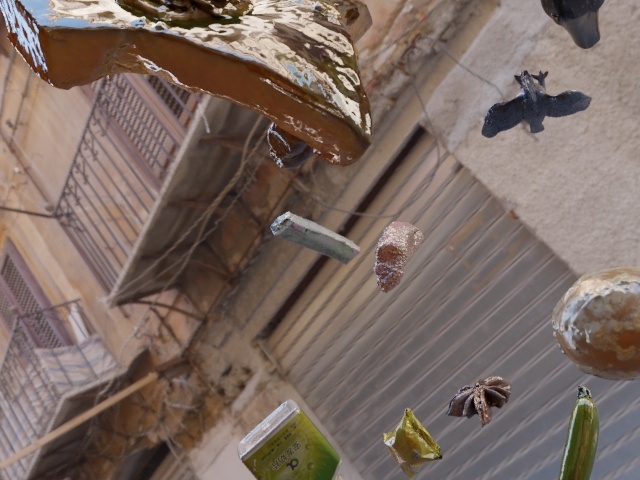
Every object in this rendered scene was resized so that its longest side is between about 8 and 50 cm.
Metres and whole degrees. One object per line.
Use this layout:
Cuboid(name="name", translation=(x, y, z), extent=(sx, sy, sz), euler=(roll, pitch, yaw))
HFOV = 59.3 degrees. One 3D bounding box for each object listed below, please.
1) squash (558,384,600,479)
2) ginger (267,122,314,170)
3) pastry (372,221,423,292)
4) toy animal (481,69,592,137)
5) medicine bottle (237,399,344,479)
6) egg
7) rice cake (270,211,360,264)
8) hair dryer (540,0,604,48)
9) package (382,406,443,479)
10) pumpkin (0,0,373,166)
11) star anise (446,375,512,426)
Cuboid(name="squash", translation=(0.582, 0.454, 1.254), extent=(0.066, 0.066, 0.252), euler=(56, -131, -72))
Cuboid(name="ginger", translation=(-0.070, -0.409, 2.123), extent=(0.274, 0.153, 0.357), euler=(-33, -11, -8))
Cuboid(name="pastry", translation=(0.211, 0.022, 1.559), extent=(0.102, 0.112, 0.265), euler=(-14, 26, 28))
Cuboid(name="toy animal", translation=(0.454, -0.288, 1.218), extent=(0.239, 0.177, 0.255), euler=(-8, -38, 28))
Cuboid(name="medicine bottle", translation=(-0.036, 0.391, 0.972), extent=(0.132, 0.189, 0.088), euler=(-40, 6, -13))
Cuboid(name="egg", translation=(0.540, 0.147, 1.006), extent=(0.203, 0.204, 0.245), euler=(-24, -4, -41))
Cuboid(name="rice cake", translation=(0.000, 0.000, 0.938), extent=(0.043, 0.034, 0.210), euler=(-45, -36, 18))
Cuboid(name="hair dryer", translation=(0.426, -0.527, 1.194), extent=(0.303, 0.359, 0.120), euler=(10, -73, -57))
Cuboid(name="package", translation=(0.264, 0.604, 1.653), extent=(0.090, 0.168, 0.226), euler=(-21, -31, -30))
Cuboid(name="pumpkin", translation=(-0.100, -0.158, 0.422), extent=(0.258, 0.289, 0.095), euler=(-81, -1, -58))
Cuboid(name="star anise", translation=(0.499, 0.500, 1.758), extent=(0.229, 0.093, 0.236), euler=(-23, 5, 8))
